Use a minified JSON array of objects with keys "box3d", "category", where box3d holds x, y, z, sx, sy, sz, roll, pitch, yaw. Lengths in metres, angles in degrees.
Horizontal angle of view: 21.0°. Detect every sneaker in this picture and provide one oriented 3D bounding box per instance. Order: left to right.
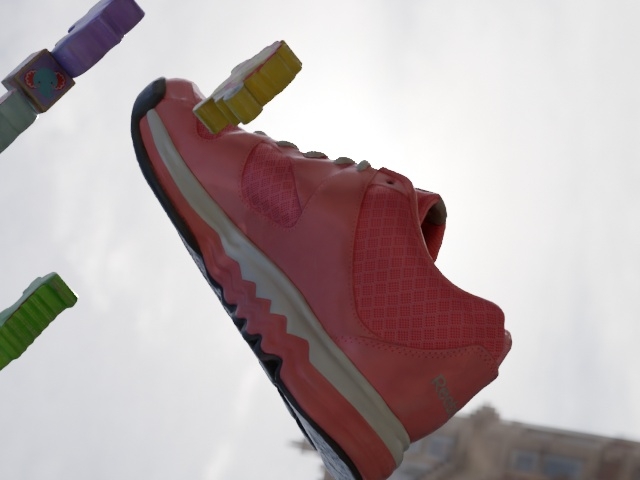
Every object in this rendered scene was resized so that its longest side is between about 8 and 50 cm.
[{"box3d":[0.000,0.001,0.985,0.136,0.314,0.116,-32,-39,-5],"category":"sneaker"}]

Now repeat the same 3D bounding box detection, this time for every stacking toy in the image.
[{"box3d":[-0.132,-0.071,0.810,0.167,0.052,0.221,49,-112,-18],"category":"stacking toy"}]
